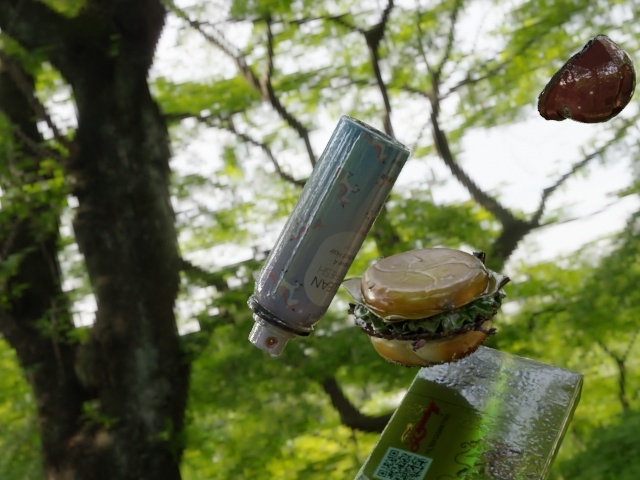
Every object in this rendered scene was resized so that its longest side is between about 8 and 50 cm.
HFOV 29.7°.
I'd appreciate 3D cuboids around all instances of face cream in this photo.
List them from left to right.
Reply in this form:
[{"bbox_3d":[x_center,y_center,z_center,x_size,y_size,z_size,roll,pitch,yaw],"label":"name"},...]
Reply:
[{"bbox_3d":[0.000,0.000,1.124,0.229,0.075,0.075,-63,-22,10],"label":"face cream"}]

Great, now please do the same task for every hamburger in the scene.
[{"bbox_3d":[0.111,0.070,1.276,0.164,0.093,0.189,-12,23,-7],"label":"hamburger"}]

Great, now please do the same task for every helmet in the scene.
[{"bbox_3d":[0.216,-0.116,0.948,0.084,0.049,0.065,-46,-34,-2],"label":"helmet"}]

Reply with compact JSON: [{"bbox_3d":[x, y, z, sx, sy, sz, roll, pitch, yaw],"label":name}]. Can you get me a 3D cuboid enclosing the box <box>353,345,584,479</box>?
[{"bbox_3d":[0.150,0.218,1.244,0.173,0.043,0.311,13,35,19],"label":"box"}]
